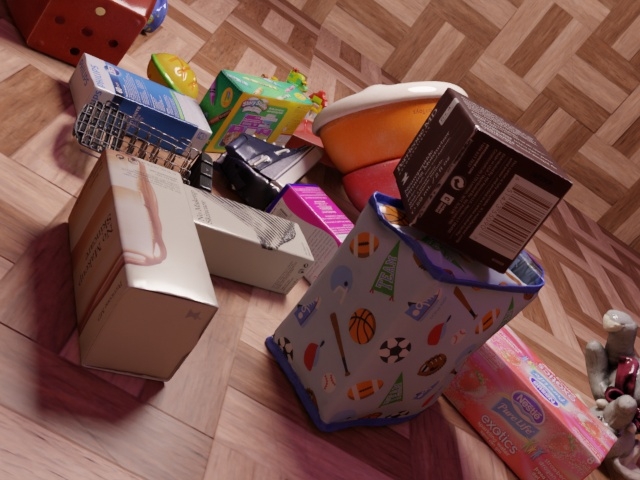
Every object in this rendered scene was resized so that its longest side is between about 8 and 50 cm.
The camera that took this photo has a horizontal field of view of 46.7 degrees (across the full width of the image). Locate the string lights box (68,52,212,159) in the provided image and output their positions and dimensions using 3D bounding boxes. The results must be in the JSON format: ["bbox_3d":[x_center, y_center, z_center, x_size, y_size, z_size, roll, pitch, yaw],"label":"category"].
[{"bbox_3d":[-0.357,-0.266,1.482,0.259,0.077,0.133,18,30,-38],"label":"string lights box"}]

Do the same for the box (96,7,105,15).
[{"bbox_3d":[-0.544,-0.590,1.695,0.201,0.164,0.021,14,14,-43],"label":"box"}]

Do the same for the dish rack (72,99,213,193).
[{"bbox_3d":[-0.316,-0.144,1.338,0.271,0.074,0.208,26,25,-22],"label":"dish rack"}]

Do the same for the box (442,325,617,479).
[{"bbox_3d":[0.385,0.322,1.400,0.300,0.142,0.154,48,26,21],"label":"box"}]

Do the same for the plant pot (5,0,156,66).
[{"bbox_3d":[-0.485,-0.503,1.531,0.267,0.267,0.236,19,43,-37],"label":"plant pot"}]

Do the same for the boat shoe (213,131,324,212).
[{"bbox_3d":[-0.108,-0.180,1.612,0.158,0.127,0.340,44,24,-2],"label":"boat shoe"}]

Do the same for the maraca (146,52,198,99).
[{"bbox_3d":[-0.317,-0.339,1.653,0.186,0.099,0.127,52,9,-38],"label":"maraca"}]

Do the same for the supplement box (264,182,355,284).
[{"bbox_3d":[0.000,0.000,1.469,0.220,0.111,0.114,49,25,21],"label":"supplement box"}]

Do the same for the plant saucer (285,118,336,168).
[{"bbox_3d":[0.003,-0.249,1.921,0.259,0.048,0.258,27,19,20],"label":"plant saucer"}]

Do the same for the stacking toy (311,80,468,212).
[{"bbox_3d":[0.184,-0.083,1.629,0.350,0.350,0.480,-4,84,-57],"label":"stacking toy"}]

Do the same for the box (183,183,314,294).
[{"bbox_3d":[-0.152,-0.001,1.278,0.275,0.094,0.113,19,32,-38],"label":"box"}]

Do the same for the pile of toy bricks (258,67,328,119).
[{"bbox_3d":[-0.080,-0.433,2.094,0.212,0.105,0.118,36,20,24],"label":"pile of toy bricks"}]

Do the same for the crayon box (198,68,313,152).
[{"bbox_3d":[-0.156,-0.282,1.683,0.081,0.165,0.278,48,25,21],"label":"crayon box"}]

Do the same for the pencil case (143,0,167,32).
[{"bbox_3d":[-0.526,-0.615,1.811,0.306,0.119,0.133,14,43,-45],"label":"pencil case"}]

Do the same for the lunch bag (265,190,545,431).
[{"bbox_3d":[0.159,0.122,1.218,0.385,0.328,0.239,10,34,-44],"label":"lunch bag"}]

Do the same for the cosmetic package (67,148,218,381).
[{"bbox_3d":[-0.254,0.027,1.020,0.129,0.153,0.296,18,29,-35],"label":"cosmetic package"}]

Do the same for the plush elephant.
[{"bbox_3d":[0.658,0.361,1.612,0.271,0.330,0.255,34,43,23],"label":"plush elephant"}]

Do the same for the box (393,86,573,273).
[{"bbox_3d":[0.228,-0.092,1.090,0.167,0.168,0.203,26,23,-14],"label":"box"}]
